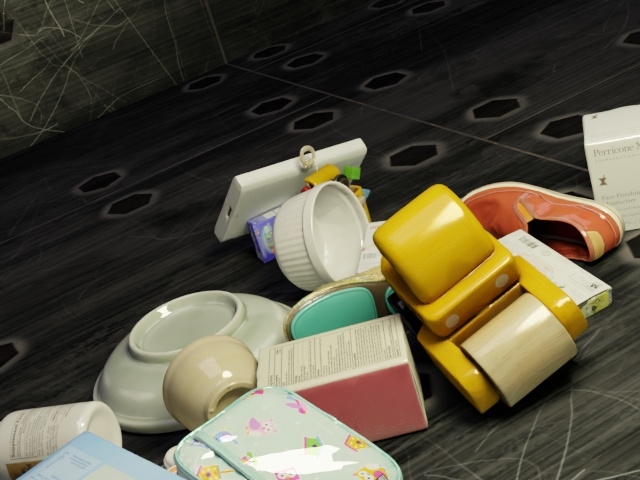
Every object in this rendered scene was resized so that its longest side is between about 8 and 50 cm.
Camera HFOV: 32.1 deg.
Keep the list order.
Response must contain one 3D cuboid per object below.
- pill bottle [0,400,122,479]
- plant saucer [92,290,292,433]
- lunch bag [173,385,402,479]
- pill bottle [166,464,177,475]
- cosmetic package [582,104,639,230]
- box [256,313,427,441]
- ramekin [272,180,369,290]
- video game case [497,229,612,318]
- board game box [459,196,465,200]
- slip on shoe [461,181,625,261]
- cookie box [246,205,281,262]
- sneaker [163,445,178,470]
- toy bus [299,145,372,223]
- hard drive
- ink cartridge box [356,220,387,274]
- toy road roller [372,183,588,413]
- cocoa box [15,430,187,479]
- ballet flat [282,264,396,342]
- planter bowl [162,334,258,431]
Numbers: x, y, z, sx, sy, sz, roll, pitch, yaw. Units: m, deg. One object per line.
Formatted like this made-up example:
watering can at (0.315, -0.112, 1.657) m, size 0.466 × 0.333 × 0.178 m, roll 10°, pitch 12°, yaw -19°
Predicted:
pill bottle at (-0.443, 0.330, 1.757) m, size 0.229 × 0.131 × 0.131 m, roll -9°, pitch 25°, yaw 18°
plant saucer at (-0.225, 0.184, 1.967) m, size 0.401 × 0.100 × 0.400 m, roll -15°, pitch 24°, yaw 7°
lunch bag at (-0.043, 0.321, 1.439) m, size 0.279 × 0.107 × 0.224 m, roll 30°, pitch 41°, yaw 33°
pill bottle at (-0.171, 0.376, 1.529) m, size 0.086 × 0.086 × 0.152 m, roll -24°, pitch 25°, yaw -14°
cosmetic package at (0.564, -0.133, 2.006) m, size 0.151 × 0.183 × 0.151 m, roll -10°, pitch 25°, yaw 17°
box at (0.031, 0.222, 1.673) m, size 0.232 × 0.126 × 0.148 m, roll -15°, pitch 24°, yaw 6°
ramekin at (0.000, 0.000, 2.094) m, size 0.109 × 0.207 × 0.207 m, roll -14°, pitch 22°, yaw 34°
video game case at (0.323, 0.083, 1.829) m, size 0.210 × 0.041 × 0.232 m, roll -27°, pitch 37°, yaw -20°
board game box at (0.267, -0.067, 2.253) m, size 0.169 × 0.033 × 0.133 m, roll -15°, pitch 24°, yaw 5°
slip on shoe at (0.379, -0.029, 2.001) m, size 0.331 × 0.123 × 0.101 m, roll 13°, pitch 41°, yaw 41°
cookie box at (-0.089, -0.017, 2.318) m, size 0.107 × 0.091 × 0.040 m, roll -25°, pitch 28°, yaw -17°
sneaker at (-0.151, 0.311, 1.647) m, size 0.212 × 0.094 × 0.080 m, roll -1°, pitch 30°, yaw 33°
toy bus at (0.042, -0.072, 2.237) m, size 0.104 × 0.190 × 0.202 m, roll 8°, pitch -10°, yaw 43°
hard drive at (-0.064, -0.105, 2.336) m, size 0.308 × 0.203 × 0.040 m, roll -19°, pitch 65°, yaw -29°
ink cartridge box at (0.125, 0.024, 2.081) m, size 0.089 × 0.052 × 0.122 m, roll -6°, pitch 50°, yaw 24°
toy road roller at (0.212, 0.068, 1.653) m, size 0.202 × 0.240 × 0.329 m, roll -39°, pitch 40°, yaw -4°
cocoa box at (-0.241, 0.414, 1.318) m, size 0.231 × 0.228 × 0.347 m, roll -34°, pitch 29°, yaw -33°
ballet flat at (0.084, 0.099, 1.923) m, size 0.349 × 0.123 × 0.123 m, roll -19°, pitch 23°, yaw -18°
planter bowl at (-0.150, 0.240, 1.721) m, size 0.162 × 0.162 × 0.109 m, roll -26°, pitch 28°, yaw -19°
